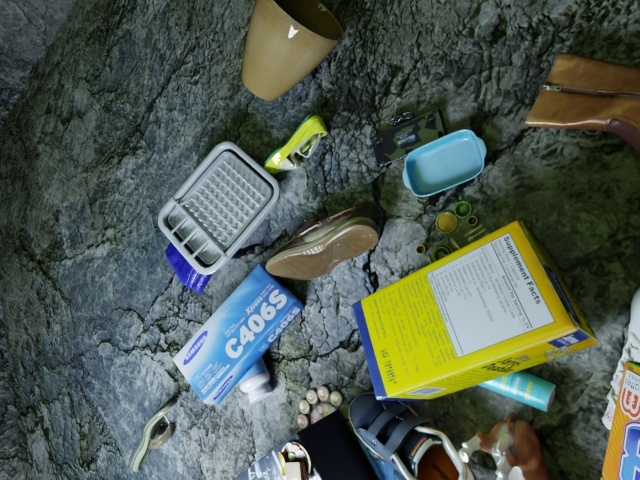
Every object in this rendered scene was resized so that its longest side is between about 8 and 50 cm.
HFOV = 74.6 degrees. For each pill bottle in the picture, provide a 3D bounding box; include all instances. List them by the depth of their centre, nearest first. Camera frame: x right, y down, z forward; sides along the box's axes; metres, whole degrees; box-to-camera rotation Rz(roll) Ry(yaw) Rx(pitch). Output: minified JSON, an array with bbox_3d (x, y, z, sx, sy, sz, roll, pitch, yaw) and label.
[{"bbox_3d":[-0.195,0.365,1.176,0.087,0.087,0.160,-41,64,25],"label":"pill bottle"}]

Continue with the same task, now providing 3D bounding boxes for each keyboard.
[{"bbox_3d":[0.202,-0.253,0.993,0.180,0.023,0.108,-18,82,32],"label":"keyboard"}]

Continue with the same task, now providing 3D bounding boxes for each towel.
[{"bbox_3d":[-0.389,-0.015,1.352,0.227,0.076,0.308,44,110,29],"label":"towel"}]

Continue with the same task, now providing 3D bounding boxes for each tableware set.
[{"bbox_3d":[0.278,-0.010,0.916,0.154,0.024,0.104,-40,65,26],"label":"tableware set"}]

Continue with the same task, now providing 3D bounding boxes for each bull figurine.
[{"bbox_3d":[0.360,0.475,0.733,0.101,0.188,0.311,-37,59,45],"label":"bull figurine"}]

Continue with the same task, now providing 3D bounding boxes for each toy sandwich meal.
[{"bbox_3d":[-0.056,0.464,0.870,0.085,0.029,0.086,-2,85,33],"label":"toy sandwich meal"}]

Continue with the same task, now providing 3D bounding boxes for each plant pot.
[{"bbox_3d":[-0.105,-0.514,1.130,0.254,0.237,0.237,-46,61,40],"label":"plant pot"}]

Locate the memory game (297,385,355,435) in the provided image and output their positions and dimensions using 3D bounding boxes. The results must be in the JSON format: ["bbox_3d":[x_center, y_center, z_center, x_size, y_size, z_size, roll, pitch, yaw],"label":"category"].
[{"bbox_3d":[0.014,0.465,1.065,0.186,0.012,0.186,-3,85,35],"label":"memory game"}]

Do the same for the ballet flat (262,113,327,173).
[{"bbox_3d":[-0.069,-0.244,1.153,0.231,0.077,0.077,-42,77,23],"label":"ballet flat"}]

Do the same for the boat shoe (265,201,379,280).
[{"bbox_3d":[0.000,0.000,1.071,0.342,0.123,0.123,-29,40,35],"label":"boat shoe"}]

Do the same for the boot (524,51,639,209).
[{"bbox_3d":[0.502,-0.193,0.733,0.280,0.096,0.264,24,100,35],"label":"boot"}]

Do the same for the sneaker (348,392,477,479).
[{"bbox_3d":[0.176,0.407,0.857,0.321,0.127,0.126,27,66,41],"label":"sneaker"}]

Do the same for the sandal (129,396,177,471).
[{"bbox_3d":[-0.534,0.643,1.390,0.086,0.120,0.303,28,106,5],"label":"sandal"}]

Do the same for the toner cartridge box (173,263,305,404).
[{"bbox_3d":[-0.219,0.249,1.133,0.165,0.075,0.348,38,84,32],"label":"toner cartridge box"}]

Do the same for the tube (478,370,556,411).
[{"bbox_3d":[0.347,0.267,0.833,0.207,0.052,0.080,16,84,41],"label":"tube"}]

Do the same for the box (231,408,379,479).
[{"bbox_3d":[-0.032,0.635,0.973,0.343,0.179,0.313,-46,64,24],"label":"box"}]

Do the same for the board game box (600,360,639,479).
[{"bbox_3d":[0.554,0.377,0.416,0.356,0.356,0.357,10,92,10],"label":"board game box"}]

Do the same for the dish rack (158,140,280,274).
[{"bbox_3d":[-0.284,-0.092,1.210,0.285,0.072,0.333,42,93,25],"label":"dish rack"}]

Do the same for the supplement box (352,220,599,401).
[{"bbox_3d":[0.271,0.153,0.782,0.356,0.195,0.194,-32,55,29],"label":"supplement box"}]

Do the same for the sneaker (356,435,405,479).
[{"bbox_3d":[0.150,0.489,0.946,0.082,0.069,0.209,-33,56,-4],"label":"sneaker"}]

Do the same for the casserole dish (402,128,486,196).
[{"bbox_3d":[0.273,-0.166,0.926,0.188,0.037,0.114,-20,74,31],"label":"casserole dish"}]

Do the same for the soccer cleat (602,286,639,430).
[{"bbox_3d":[0.519,0.235,0.664,0.143,0.116,0.332,-12,80,26],"label":"soccer cleat"}]
